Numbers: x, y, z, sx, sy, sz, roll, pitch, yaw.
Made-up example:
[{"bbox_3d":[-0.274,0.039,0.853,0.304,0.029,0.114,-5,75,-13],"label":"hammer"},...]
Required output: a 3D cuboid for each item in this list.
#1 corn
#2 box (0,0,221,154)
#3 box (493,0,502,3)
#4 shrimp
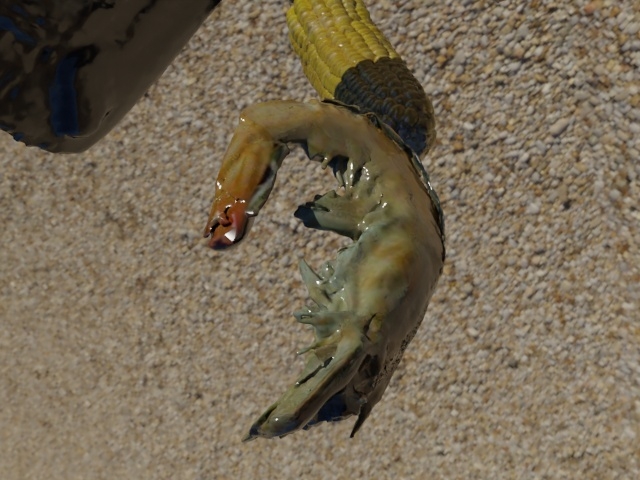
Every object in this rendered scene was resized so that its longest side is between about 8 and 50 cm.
[{"bbox_3d":[0.039,-0.169,0.808,0.292,0.101,0.101,-118,25,-47],"label":"corn"},{"bbox_3d":[-0.169,-0.239,0.469,0.350,0.359,0.091,-49,57,10],"label":"box"},{"bbox_3d":[0.359,-0.455,1.238,0.224,0.069,0.120,-5,77,40],"label":"box"},{"bbox_3d":[0.001,-0.001,0.475,0.173,0.253,0.058,49,132,-9],"label":"shrimp"}]
